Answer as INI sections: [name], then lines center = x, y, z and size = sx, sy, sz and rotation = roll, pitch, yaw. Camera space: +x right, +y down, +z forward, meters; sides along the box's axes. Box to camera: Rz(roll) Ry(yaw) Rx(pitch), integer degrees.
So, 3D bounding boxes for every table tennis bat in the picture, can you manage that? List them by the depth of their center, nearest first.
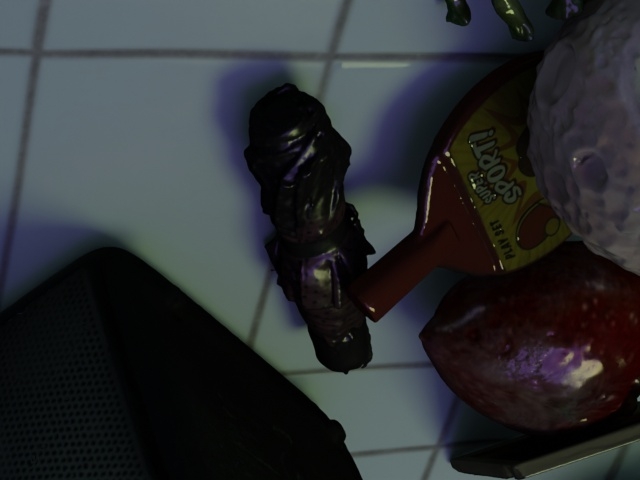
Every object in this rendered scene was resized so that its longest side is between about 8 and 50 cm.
[table tennis bat]
center = 0.147, -0.042, 1.484
size = 0.310, 0.038, 0.200
rotation = -41, 129, -13

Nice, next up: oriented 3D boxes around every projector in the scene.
[projector]
center = -0.104, 0.265, 1.453
size = 0.242, 0.405, 0.395
rotation = -35, 135, 10

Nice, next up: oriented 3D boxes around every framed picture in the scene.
[framed picture]
center = 0.259, 0.200, 1.700
size = 0.211, 0.020, 0.289
rotation = -17, 177, -8

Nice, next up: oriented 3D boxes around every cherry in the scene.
[cherry]
center = 0.206, 0.091, 1.592
size = 0.249, 0.175, 0.192
rotation = 0, 147, -21

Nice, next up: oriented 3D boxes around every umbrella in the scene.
[umbrella]
center = 0.000, 0.000, 1.480
size = 0.094, 0.090, 0.326
rotation = -23, 136, -7

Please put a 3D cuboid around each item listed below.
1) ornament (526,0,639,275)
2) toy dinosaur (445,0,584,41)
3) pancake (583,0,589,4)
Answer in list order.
[ornament]
center = 0.297, -0.091, 1.382
size = 0.259, 0.259, 0.225
rotation = -18, 167, -7
[toy dinosaur]
center = 0.116, -0.288, 1.267
size = 0.447, 0.087, 0.301
rotation = -25, 129, 10
[pancake]
center = 0.265, -0.271, 1.392
size = 0.199, 0.021, 0.199
rotation = -13, 136, -13
